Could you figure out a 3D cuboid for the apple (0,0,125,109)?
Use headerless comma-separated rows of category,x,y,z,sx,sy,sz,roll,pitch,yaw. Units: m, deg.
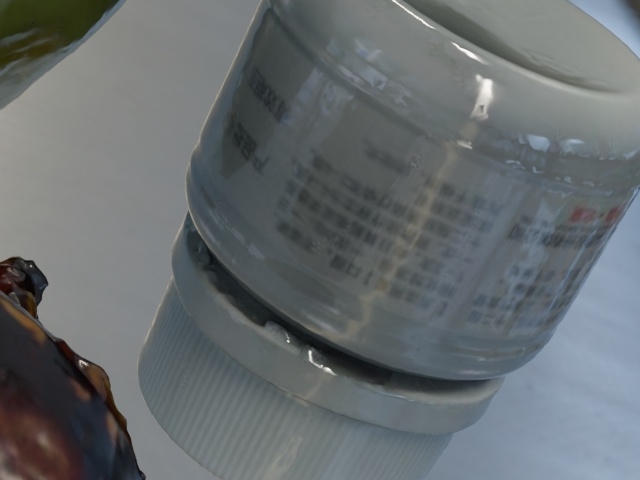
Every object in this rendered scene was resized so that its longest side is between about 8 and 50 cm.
apple,-0.241,-0.250,0.931,0.357,0.357,0.357,25,23,-11

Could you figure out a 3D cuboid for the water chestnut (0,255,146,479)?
water chestnut,-0.192,0.095,0.655,0.300,0.300,0.300,25,23,-11

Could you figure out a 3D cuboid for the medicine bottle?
medicine bottle,0.036,-0.009,0.978,0.245,0.306,0.245,23,25,-11
